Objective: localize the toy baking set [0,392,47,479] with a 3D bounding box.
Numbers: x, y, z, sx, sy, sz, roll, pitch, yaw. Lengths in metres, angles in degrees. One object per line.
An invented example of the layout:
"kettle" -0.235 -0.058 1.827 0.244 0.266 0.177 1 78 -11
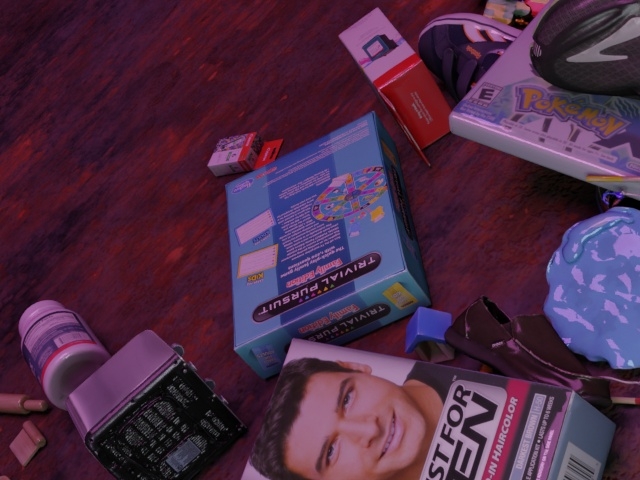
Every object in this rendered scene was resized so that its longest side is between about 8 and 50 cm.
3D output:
"toy baking set" -0.515 0.311 1.780 0.256 0.030 0.197 1 53 39

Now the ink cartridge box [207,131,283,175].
"ink cartridge box" -0.121 -0.141 1.919 0.115 0.029 0.063 -7 48 34

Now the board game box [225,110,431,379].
"board game box" 0.000 0.000 1.645 0.253 0.079 0.336 -25 41 16

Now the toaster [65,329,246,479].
"toaster" -0.214 0.232 1.517 0.185 0.168 0.110 -42 36 -7

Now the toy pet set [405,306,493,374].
"toy pet set" 0.136 0.139 1.411 0.122 0.065 0.114 -16 44 25

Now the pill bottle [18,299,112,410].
"pill bottle" -0.380 0.163 1.759 0.108 0.108 0.180 -43 38 -6

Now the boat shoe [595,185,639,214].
"boat shoe" 0.368 -0.038 1.403 0.066 0.066 0.183 -29 40 9

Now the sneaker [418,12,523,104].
"sneaker" 0.232 -0.225 1.648 0.127 0.126 0.321 -46 40 -19

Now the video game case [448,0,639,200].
"video game case" 0.373 -0.185 1.461 0.329 0.036 0.300 24 57 31

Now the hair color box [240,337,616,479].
"hair color box" 0.105 0.232 1.279 0.374 0.113 0.185 6 69 42

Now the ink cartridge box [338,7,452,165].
"ink cartridge box" 0.119 -0.224 1.728 0.078 0.134 0.231 -34 39 5

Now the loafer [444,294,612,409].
"loafer" 0.228 0.117 1.303 0.220 0.080 0.078 26 94 43

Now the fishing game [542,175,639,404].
"fishing game" 0.334 0.054 1.316 0.189 0.041 0.264 -3 74 35

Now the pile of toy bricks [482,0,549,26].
"pile of toy bricks" 0.276 -0.364 1.789 0.212 0.118 0.105 18 92 29

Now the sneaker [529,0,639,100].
"sneaker" 0.448 -0.175 1.288 0.482 0.185 0.202 15 50 26
